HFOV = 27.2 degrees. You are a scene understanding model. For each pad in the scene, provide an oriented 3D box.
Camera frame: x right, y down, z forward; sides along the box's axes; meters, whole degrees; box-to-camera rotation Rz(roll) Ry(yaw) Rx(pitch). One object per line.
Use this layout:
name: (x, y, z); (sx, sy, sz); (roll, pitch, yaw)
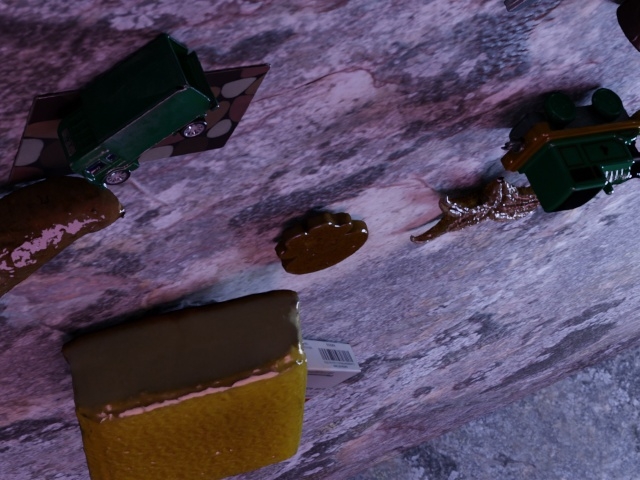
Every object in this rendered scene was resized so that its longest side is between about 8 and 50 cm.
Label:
pad: (-0.174, -0.110, 1.266); (0.235, 0.003, 0.158); (-12, 158, -28)

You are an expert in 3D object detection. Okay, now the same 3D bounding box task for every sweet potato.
sweet potato: (-0.354, 0.034, 1.315); (0.341, 0.092, 0.114); (-29, 173, 23)

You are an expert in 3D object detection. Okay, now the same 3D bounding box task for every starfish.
starfish: (0.230, -0.049, 1.818); (0.241, 0.043, 0.227); (-25, 159, 18)

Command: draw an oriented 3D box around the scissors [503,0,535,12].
scissors: (0.366, -0.334, 1.230); (0.447, 0.029, 0.192); (-30, 159, 19)

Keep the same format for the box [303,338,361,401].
box: (-0.110, 0.230, 2.155); (0.214, 0.069, 0.353); (-32, 157, 23)

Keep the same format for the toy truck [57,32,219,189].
toy truck: (-0.164, -0.109, 1.176); (0.147, 0.065, 0.079); (-32, 154, 18)

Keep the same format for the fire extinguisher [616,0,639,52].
fire extinguisher: (0.436, -0.285, 1.361); (0.089, 0.072, 0.268); (35, 129, -25)

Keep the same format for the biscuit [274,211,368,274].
biscuit: (0.000, 0.000, 1.719); (0.124, 0.026, 0.175); (-26, 161, 4)

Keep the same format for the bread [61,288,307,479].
bread: (-0.179, 0.219, 1.838); (0.324, 0.143, 0.333); (-12, 148, -12)

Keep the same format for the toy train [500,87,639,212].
toy train: (0.320, -0.108, 1.623); (0.228, 0.136, 0.091); (-7, 156, -31)
